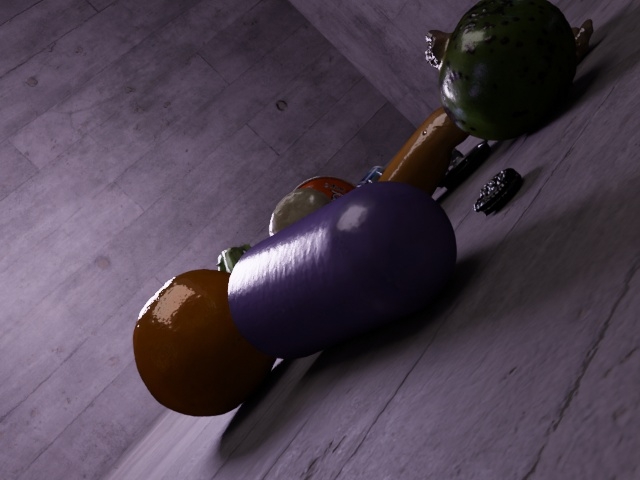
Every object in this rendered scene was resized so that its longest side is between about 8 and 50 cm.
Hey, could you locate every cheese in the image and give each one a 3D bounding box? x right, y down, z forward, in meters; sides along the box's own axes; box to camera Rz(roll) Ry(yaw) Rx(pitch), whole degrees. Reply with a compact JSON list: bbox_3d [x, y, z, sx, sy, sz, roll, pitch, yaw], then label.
[{"bbox_3d":[-0.002,0.001,1.524,0.173,0.248,0.251,-44,-3,5],"label":"cheese"}]

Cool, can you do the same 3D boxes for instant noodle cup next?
[{"bbox_3d":[0.009,-0.021,1.756,0.250,0.250,0.192,-44,13,28],"label":"instant noodle cup"}]

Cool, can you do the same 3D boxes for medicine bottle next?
[{"bbox_3d":[0.187,-0.184,2.450,0.191,0.107,0.107,-48,4,-33],"label":"medicine bottle"}]

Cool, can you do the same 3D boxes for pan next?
[{"bbox_3d":[0.308,-0.169,1.427,0.136,0.028,0.235,-45,7,14],"label":"pan"}]

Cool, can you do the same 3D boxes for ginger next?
[{"bbox_3d":[0.514,-0.405,1.444,0.290,0.084,0.122,-94,26,-81],"label":"ginger"}]

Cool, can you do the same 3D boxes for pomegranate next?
[{"bbox_3d":[0.308,-0.305,1.159,0.254,0.270,0.255,16,-90,-78],"label":"pomegranate"}]

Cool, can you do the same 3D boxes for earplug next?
[{"bbox_3d":[0.029,0.045,0.950,0.215,0.215,0.456,-48,7,-27],"label":"earplug"}]

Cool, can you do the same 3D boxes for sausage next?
[{"bbox_3d":[0.216,-0.163,1.383,0.354,0.116,0.134,-56,-9,19],"label":"sausage"}]

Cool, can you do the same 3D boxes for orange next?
[{"bbox_3d":[-0.233,0.208,1.363,0.312,0.312,0.312,-46,3,3],"label":"orange"}]

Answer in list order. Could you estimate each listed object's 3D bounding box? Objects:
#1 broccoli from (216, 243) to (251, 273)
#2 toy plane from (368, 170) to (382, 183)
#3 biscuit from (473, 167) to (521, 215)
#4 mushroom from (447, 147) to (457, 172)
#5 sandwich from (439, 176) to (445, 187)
[{"bbox_3d":[-0.181,0.150,1.784,0.307,0.275,0.308,-22,-7,-3],"label":"broccoli"},{"bbox_3d":[0.236,-0.186,2.161,0.212,0.088,0.267,-47,11,-6],"label":"toy plane"},{"bbox_3d":[0.250,-0.068,0.946,0.089,0.027,0.087,-47,4,-11],"label":"biscuit"},{"bbox_3d":[0.297,-0.196,1.598,0.083,0.068,0.083,-10,7,1],"label":"mushroom"},{"bbox_3d":[0.275,-0.158,1.518,0.101,0.026,0.069,-56,-22,-57],"label":"sandwich"}]
